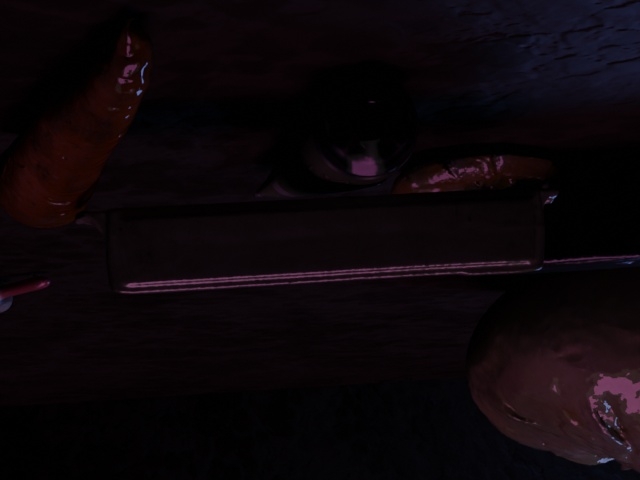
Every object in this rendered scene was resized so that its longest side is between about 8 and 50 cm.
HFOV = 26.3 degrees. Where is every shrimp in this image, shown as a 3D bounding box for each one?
[{"bbox_3d":[0.133,-0.038,0.936,0.180,0.041,0.099,4,153,-29],"label":"shrimp"}]

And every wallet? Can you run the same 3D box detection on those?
[{"bbox_3d":[0.224,0.001,1.034,0.247,0.041,0.323,-3,-177,8],"label":"wallet"}]

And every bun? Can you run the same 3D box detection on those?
[{"bbox_3d":[0.321,0.130,1.397,0.361,0.213,0.361,-5,171,-1],"label":"bun"}]

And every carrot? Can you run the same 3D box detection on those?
[{"bbox_3d":[-0.119,-0.059,0.696,0.057,0.057,0.224,2,165,-24],"label":"carrot"}]

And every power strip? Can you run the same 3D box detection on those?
[{"bbox_3d":[0.000,0.000,0.776,0.272,0.052,0.078,-4,180,-9],"label":"power strip"}]

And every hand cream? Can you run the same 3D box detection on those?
[{"bbox_3d":[0.014,-0.047,0.802,0.086,0.055,0.235,-6,173,-8],"label":"hand cream"}]

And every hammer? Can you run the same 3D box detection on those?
[{"bbox_3d":[-0.288,0.047,1.274,0.083,0.031,0.052,-14,170,20],"label":"hammer"}]
